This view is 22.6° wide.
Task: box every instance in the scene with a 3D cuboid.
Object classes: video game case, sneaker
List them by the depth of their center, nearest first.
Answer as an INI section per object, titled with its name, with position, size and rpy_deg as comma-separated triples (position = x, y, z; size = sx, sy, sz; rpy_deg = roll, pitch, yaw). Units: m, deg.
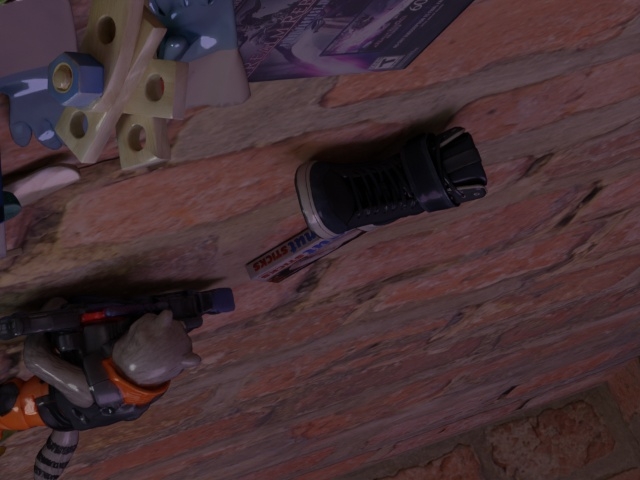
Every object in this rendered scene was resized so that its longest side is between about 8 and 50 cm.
[video game case]
position = 0.015, -0.190, 1.303
size = 0.274, 0.026, 0.196
rpy_deg = -11, 159, -38
[sneaker]
position = 0.078, -0.063, 1.642
size = 0.163, 0.086, 0.226
rpy_deg = -18, 176, 23

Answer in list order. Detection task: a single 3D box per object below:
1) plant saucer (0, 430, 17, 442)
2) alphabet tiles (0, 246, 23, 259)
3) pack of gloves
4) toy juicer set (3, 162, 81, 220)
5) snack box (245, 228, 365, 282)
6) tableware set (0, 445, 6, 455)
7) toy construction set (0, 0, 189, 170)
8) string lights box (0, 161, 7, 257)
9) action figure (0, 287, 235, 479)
[plant saucer]
position = -0.478, 0.237, 1.950
size = 0.241, 0.037, 0.241
rpy_deg = -21, 164, -6
[alphabet tiles]
position = -0.369, 0.038, 1.387
size = 0.198, 0.009, 0.237
rpy_deg = -16, -178, -23
[pack of gloves]
position = -0.151, -0.120, 1.207
size = 0.195, 0.046, 0.232
rpy_deg = -17, 159, -4
[toy juicer set]
position = -0.357, 0.000, 1.285
size = 0.209, 0.089, 0.329
rpy_deg = -31, 162, 24
[snack box]
position = 0.000, 0.000, 1.871
size = 0.178, 0.022, 0.064
rpy_deg = -30, 161, 23
[tableware set]
position = -0.445, 0.279, 2.025
size = 0.104, 0.024, 0.154
rpy_deg = -26, 163, -2
[toy construction set]
position = -0.172, -0.146, 0.858
size = 0.151, 0.215, 0.327
rpy_deg = -29, 162, 22
[string lights box]
position = -0.284, -0.072, 1.051
size = 0.133, 0.077, 0.260
rpy_deg = -20, 148, -23
[action figure]
position = -0.233, 0.158, 1.798
size = 0.341, 0.178, 0.330
rpy_deg = -8, 164, -43
